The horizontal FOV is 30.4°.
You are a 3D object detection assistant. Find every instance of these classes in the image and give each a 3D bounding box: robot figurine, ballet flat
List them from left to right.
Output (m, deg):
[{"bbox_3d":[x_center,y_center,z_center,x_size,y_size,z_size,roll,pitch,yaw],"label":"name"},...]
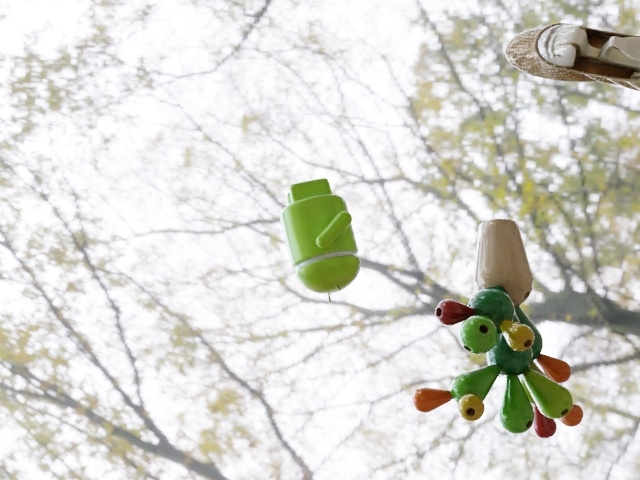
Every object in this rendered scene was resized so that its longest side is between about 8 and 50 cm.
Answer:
[{"bbox_3d":[0.000,0.000,1.136,0.067,0.101,0.115,-11,-105,-13],"label":"robot figurine"},{"bbox_3d":[0.299,-0.205,1.268,0.067,0.206,0.073,57,-133,-66],"label":"ballet flat"}]

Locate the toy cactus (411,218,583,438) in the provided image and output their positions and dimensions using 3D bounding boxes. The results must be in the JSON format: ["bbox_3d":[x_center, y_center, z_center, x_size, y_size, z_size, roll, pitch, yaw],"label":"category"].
[{"bbox_3d":[0.147,0.074,0.977,0.219,0.112,0.180,29,-126,-51],"label":"toy cactus"}]
